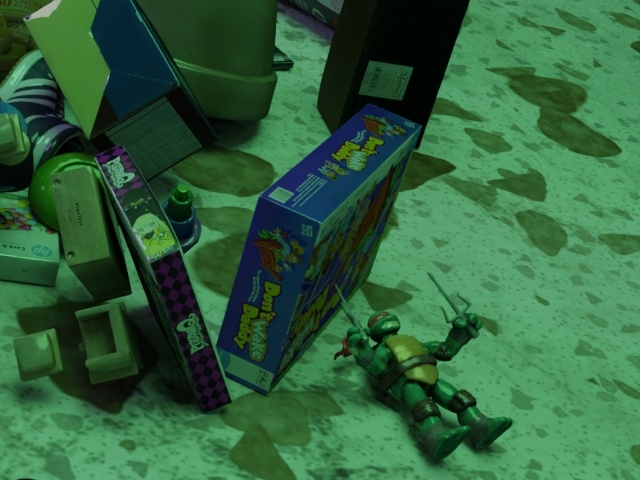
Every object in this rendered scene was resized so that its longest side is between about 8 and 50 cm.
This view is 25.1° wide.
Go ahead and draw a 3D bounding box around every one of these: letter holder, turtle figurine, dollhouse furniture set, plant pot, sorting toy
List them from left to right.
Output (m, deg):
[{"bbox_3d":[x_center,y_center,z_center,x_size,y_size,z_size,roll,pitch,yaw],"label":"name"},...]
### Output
[{"bbox_3d":[-0.396,0.046,1.571,0.355,0.174,0.303,-14,76,-2],"label":"dollhouse furniture set"},{"bbox_3d":[-0.304,-0.101,1.726,0.365,0.126,0.127,26,48,6],"label":"sorting toy"},{"bbox_3d":[-0.191,-0.363,2.134,0.323,0.280,0.323,17,16,-5],"label":"plant pot"},{"bbox_3d":[0.100,-0.334,2.288,0.152,0.302,0.214,5,31,-23],"label":"letter holder"},{"bbox_3d":[0.113,0.140,1.666,0.175,0.118,0.234,-19,59,-28],"label":"turtle figurine"}]

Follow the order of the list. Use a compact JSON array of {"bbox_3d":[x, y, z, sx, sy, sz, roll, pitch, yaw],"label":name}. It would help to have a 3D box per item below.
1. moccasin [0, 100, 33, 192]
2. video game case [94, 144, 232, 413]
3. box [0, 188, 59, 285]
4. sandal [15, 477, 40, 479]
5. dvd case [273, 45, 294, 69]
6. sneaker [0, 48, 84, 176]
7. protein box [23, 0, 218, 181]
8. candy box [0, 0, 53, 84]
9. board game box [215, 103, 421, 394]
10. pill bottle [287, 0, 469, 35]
[{"bbox_3d":[-0.502,-0.072,1.663,0.342,0.117,0.137,-3,40,9],"label":"moccasin"},{"bbox_3d":[-0.171,0.042,1.567,0.042,0.232,0.210,-23,42,-10],"label":"video game case"},{"bbox_3d":[-0.391,-0.019,1.733,0.145,0.038,0.186,9,31,-17],"label":"box"},{"bbox_3d":[-0.224,0.271,1.319,0.067,0.040,0.179,-11,40,-41],"label":"sandal"},{"bbox_3d":[-0.171,-0.347,2.450,0.164,0.018,0.221,-8,39,-37],"label":"dvd case"},{"bbox_3d":[-0.364,-0.160,1.929,0.153,0.099,0.282,19,33,5],"label":"sneaker"},{"bbox_3d":[-0.256,-0.208,1.877,0.200,0.136,0.201,59,0,19],"label":"protein box"},{"bbox_3d":[-0.530,-0.281,1.956,0.316,0.183,0.087,-6,36,-37],"label":"candy box"},{"bbox_3d":[0.000,0.000,1.721,0.078,0.233,0.347,25,30,12],"label":"board game box"},{"bbox_3d":[0.078,-0.471,2.610,0.363,0.210,0.210,36,33,30],"label":"pill bottle"}]
